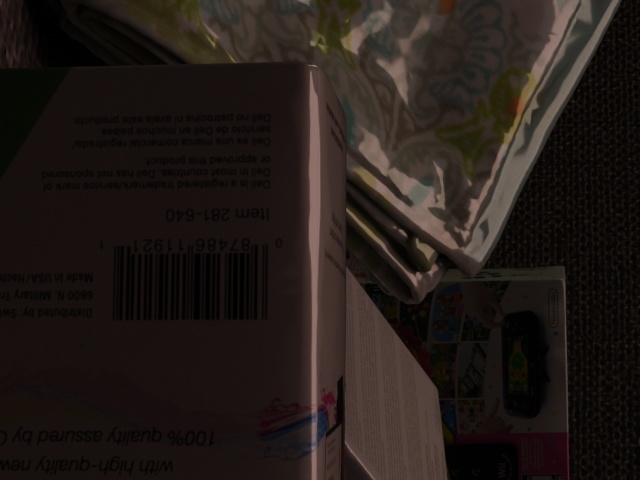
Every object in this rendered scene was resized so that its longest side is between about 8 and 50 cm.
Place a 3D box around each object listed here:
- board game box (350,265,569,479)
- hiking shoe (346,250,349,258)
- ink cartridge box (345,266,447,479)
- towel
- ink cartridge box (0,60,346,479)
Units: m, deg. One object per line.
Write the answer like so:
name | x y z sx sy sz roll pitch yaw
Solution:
board game box | 0.082 0.140 1.786 0.097 0.303 0.224 -50 138 -79
hiking shoe | 0.000 0.000 1.910 0.086 0.114 0.227 68 23 -71
ink cartridge box | 0.008 0.092 1.193 0.232 0.066 0.189 49 22 -30
towel | 0.038 -0.192 1.174 0.090 0.320 0.374 -10 -133 56
ink cartridge box | -0.093 0.076 0.759 0.117 0.201 0.278 49 41 -79
